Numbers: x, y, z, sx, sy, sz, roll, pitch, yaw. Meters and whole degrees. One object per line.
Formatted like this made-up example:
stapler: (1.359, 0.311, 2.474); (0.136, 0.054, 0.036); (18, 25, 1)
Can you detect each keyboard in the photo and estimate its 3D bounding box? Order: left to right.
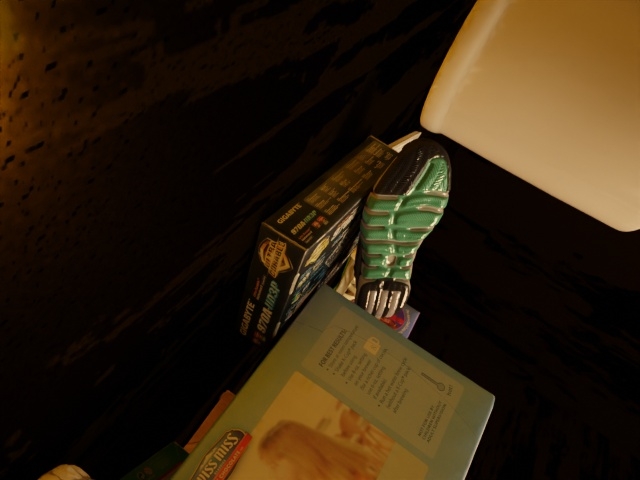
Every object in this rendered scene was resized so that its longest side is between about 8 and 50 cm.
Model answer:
keyboard: (0.109, -0.127, 0.707); (0.256, 0.014, 0.072); (-38, 159, -57)

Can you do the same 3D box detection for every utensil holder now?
utensil holder: (0.418, -0.243, 0.730); (0.327, 0.386, 0.327); (-54, 169, -16)

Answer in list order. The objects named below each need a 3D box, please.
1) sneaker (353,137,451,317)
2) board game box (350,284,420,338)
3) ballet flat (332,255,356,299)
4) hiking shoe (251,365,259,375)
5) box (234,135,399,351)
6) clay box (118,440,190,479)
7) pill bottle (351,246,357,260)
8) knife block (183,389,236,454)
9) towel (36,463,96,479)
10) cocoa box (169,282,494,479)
sneaker: (0.073, -0.020, 0.504); (0.098, 0.083, 0.223); (-104, -156, -54)
board game box: (0.120, 0.244, 1.240); (0.347, 0.233, 0.078); (-38, 159, -56)
ballet flat: (0.072, 0.104, 1.067); (0.072, 0.068, 0.213); (-41, 162, -53)
hiking shoe: (-0.102, 0.279, 0.840); (0.226, 0.086, 0.114); (-52, -177, 8)
box: (0.000, 0.000, 0.506); (0.220, 0.051, 0.175); (-46, 164, -44)
clay box: (-0.235, 0.349, 0.493); (0.222, 0.053, 0.127); (-58, 168, 2)
pill bottle: (0.129, -0.006, 0.971); (0.137, 0.078, 0.078); (-53, 169, -13)
knife block: (-0.082, 0.349, 0.653); (0.275, 0.242, 0.088); (-52, 167, -21)
towel: (-0.151, 0.272, 0.173); (0.121, 0.235, 0.284); (-53, 170, 21)
cocoa box: (-0.015, 0.270, 0.479); (0.347, 0.232, 0.228); (-50, 167, -33)
